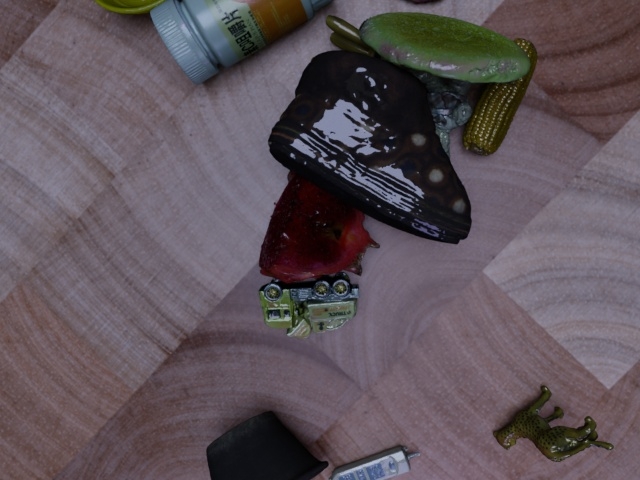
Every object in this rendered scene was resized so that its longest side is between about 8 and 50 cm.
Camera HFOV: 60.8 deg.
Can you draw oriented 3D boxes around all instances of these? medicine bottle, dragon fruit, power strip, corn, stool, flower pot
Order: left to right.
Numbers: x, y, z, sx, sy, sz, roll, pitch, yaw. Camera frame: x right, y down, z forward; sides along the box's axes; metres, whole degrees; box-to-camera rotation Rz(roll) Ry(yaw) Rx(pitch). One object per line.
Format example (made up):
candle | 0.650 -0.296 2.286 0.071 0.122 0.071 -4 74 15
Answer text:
medicine bottle | -0.138 -0.437 1.017 0.318 0.158 0.158 -30 89 4
flower pot | -0.119 0.417 1.016 0.235 0.235 0.148 -34 70 4
dragon fruit | 0.000 0.000 1.025 0.212 0.134 0.262 26 57 -10
stool | 0.052 -0.346 1.028 0.111 0.134 0.135 21 47 8
power strip | 0.106 0.450 1.075 0.191 0.030 0.047 -21 90 5
corn | 0.339 -0.269 1.022 0.080 0.080 0.231 26 91 3

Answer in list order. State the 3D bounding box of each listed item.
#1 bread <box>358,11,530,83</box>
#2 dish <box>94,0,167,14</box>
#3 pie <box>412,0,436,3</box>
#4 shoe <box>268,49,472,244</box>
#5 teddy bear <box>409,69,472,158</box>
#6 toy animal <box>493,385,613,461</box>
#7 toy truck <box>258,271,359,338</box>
bread | 0.213 -0.345 0.943 0.301 0.301 0.045 14 125 4
dish | -0.357 -0.555 1.056 0.221 0.108 0.262 -31 90 4
pie | 0.198 -0.529 1.053 0.154 0.038 0.153 0 89 7
shoe | 0.120 -0.164 0.944 0.384 0.171 0.237 29 87 -5
teddy bear | 0.219 -0.236 1.032 0.133 0.111 0.213 19 118 24
toy animal | 0.413 0.356 0.986 0.136 0.181 0.073 -32 107 -8
toy truck | -0.019 0.128 1.054 0.191 0.085 0.116 -4 96 2
